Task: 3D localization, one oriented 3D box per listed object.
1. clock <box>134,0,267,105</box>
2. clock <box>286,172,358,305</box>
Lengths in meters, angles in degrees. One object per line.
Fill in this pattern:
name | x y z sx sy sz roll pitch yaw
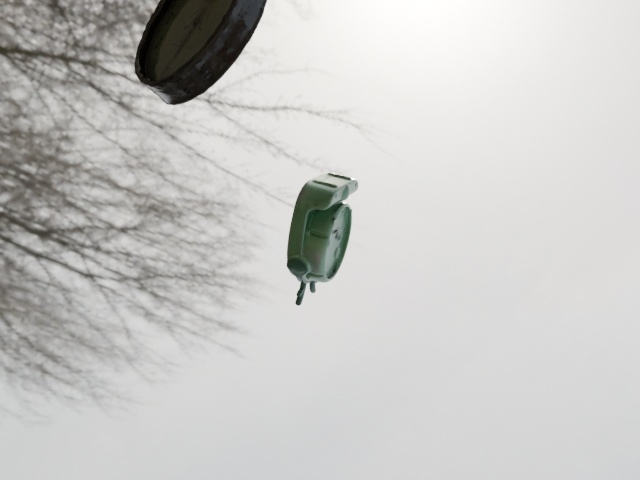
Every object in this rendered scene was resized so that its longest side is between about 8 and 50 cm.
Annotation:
clock | -0.131 -0.234 0.962 0.185 0.040 0.184 -29 -136 33
clock | 0.000 0.000 1.440 0.066 0.159 0.210 15 -71 16
